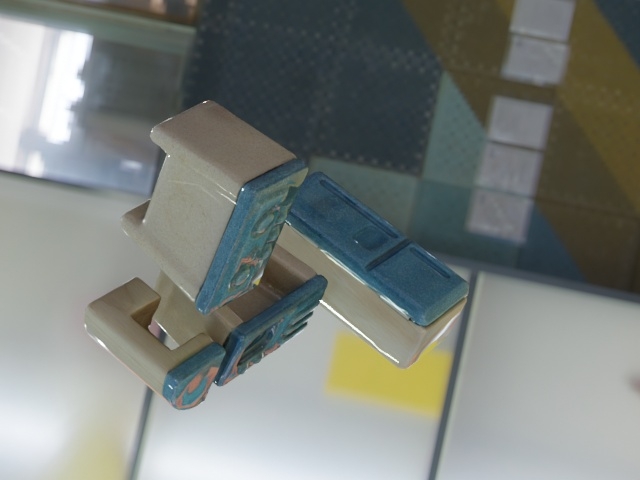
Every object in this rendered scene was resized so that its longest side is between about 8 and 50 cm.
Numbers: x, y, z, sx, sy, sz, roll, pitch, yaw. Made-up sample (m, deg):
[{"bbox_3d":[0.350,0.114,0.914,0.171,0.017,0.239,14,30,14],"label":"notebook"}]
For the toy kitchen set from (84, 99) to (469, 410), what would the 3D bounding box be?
[{"bbox_3d":[0.000,0.000,0.801,0.207,0.122,0.166,-33,-25,-48],"label":"toy kitchen set"}]
